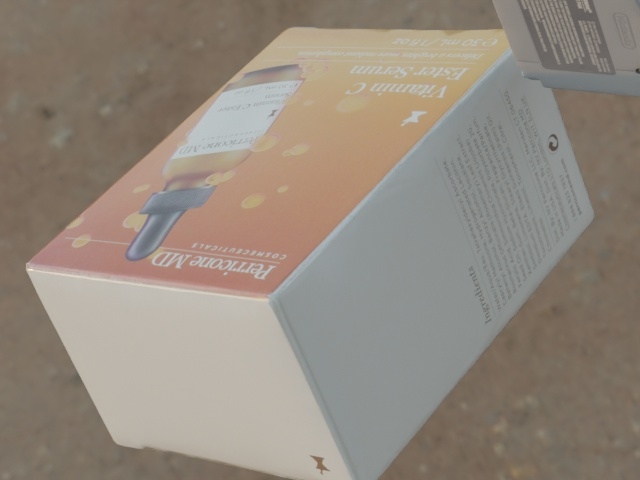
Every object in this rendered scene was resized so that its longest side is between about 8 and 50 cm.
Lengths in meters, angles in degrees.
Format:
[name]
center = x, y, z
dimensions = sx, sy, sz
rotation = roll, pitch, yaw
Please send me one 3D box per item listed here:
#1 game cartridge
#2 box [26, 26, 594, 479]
[game cartridge]
center = 0.088, -0.078, 0.648
dimensions = 0.056, 0.083, 0.017
rotation = 12, 66, 25
[box]
center = 0.000, 0.000, 0.721
dimensions = 0.130, 0.091, 0.170
rotation = 6, 40, 41
